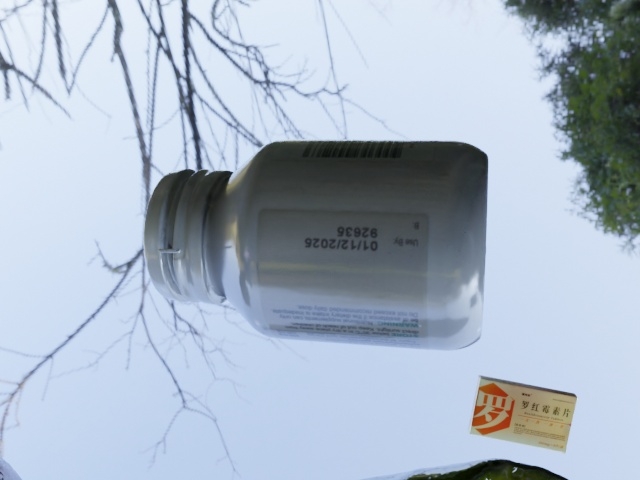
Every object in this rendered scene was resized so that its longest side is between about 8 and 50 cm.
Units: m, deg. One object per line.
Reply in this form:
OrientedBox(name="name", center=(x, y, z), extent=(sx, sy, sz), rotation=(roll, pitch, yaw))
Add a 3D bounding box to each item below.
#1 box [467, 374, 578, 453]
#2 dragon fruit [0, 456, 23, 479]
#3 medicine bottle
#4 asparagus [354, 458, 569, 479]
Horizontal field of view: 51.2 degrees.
OrientedBox(name="box", center=(0.193, 0.166, 0.639), extent=(0.093, 0.058, 0.015), rotation=(10, -171, 6))
OrientedBox(name="dragon fruit", center=(-0.236, 0.159, 0.425), extent=(0.120, 0.161, 0.127), rotation=(1, -138, -18))
OrientedBox(name="medicine bottle", center=(0.000, 0.000, 0.447), extent=(0.215, 0.135, 0.135), rotation=(2, -140, 14))
OrientedBox(name="asparagus", center=(0.011, 0.202, 0.459), extent=(0.343, 0.082, 0.085), rotation=(-21, 170, 38))
